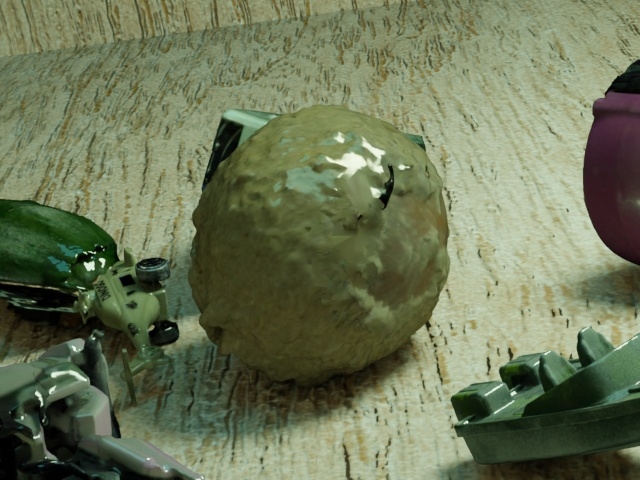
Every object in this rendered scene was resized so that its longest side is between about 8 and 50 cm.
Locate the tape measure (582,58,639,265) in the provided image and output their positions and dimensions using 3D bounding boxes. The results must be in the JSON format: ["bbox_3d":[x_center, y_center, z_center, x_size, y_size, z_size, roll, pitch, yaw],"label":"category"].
[{"bbox_3d":[0.390,-0.081,1.915,0.245,0.231,0.149,0,9,-40],"label":"tape measure"}]

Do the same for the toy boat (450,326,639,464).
[{"bbox_3d":[0.242,0.116,1.449,0.141,0.092,0.319,-26,6,-36],"label":"toy boat"}]

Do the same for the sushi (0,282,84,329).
[{"bbox_3d":[-0.318,0.080,2.070,0.139,0.031,0.201,7,5,-31],"label":"sushi"}]

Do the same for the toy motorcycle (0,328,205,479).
[{"bbox_3d":[-0.212,0.170,1.555,0.188,0.143,0.327,-21,28,-36],"label":"toy motorcycle"}]

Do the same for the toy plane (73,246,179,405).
[{"bbox_3d":[-0.199,0.082,1.911,0.108,0.092,0.286,-10,22,-13],"label":"toy plane"}]

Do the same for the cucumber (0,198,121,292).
[{"bbox_3d":[-0.359,0.003,2.159,0.145,0.105,0.325,9,1,-43],"label":"cucumber"}]

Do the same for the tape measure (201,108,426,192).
[{"bbox_3d":[-0.003,-0.071,2.097,0.262,0.138,0.259,9,5,5],"label":"tape measure"}]

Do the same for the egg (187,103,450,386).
[{"bbox_3d":[0.000,0.000,1.806,0.279,0.279,0.310,1,32,29],"label":"egg"}]
